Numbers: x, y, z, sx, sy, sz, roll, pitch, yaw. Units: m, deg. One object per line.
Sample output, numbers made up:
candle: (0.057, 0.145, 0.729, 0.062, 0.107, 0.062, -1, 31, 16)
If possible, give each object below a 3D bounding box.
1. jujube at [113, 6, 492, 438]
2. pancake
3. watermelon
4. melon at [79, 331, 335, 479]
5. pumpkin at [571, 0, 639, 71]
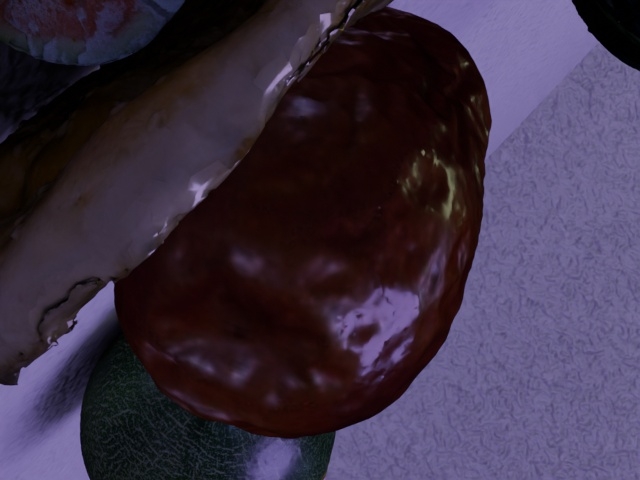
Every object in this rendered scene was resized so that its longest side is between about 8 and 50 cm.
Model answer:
jujube: (0.002, -0.019, 0.908, 0.190, 0.190, 0.255, -51, 179, 42)
pancake: (-0.040, -0.058, 0.603, 0.282, 0.049, 0.282, -41, -168, 10)
watermelon: (-0.070, -0.095, 0.528, 0.085, 0.085, 0.061, -47, 145, 6)
melon: (-0.079, 0.129, 1.294, 0.182, 0.182, 0.287, -44, 172, -15)
pumpkin: (0.331, -0.243, 1.368, 0.315, 0.238, 0.315, -40, 177, -2)
